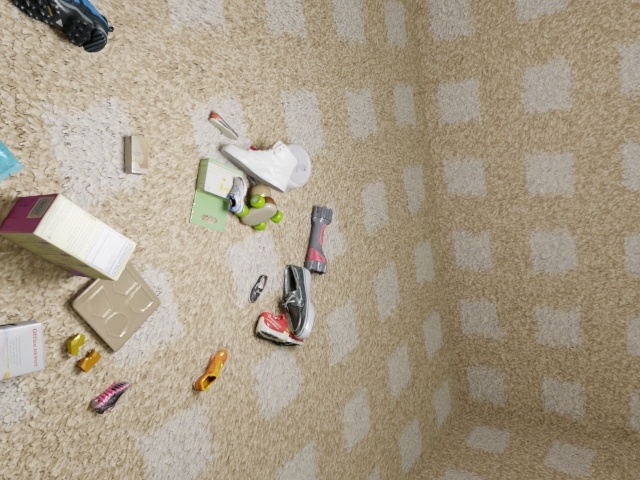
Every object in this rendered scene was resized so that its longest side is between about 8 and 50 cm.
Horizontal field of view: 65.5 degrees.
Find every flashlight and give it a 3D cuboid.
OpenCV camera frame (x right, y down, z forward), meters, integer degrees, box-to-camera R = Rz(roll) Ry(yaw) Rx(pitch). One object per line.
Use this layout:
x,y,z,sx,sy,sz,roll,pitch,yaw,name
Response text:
0.000,0.000,2.255,0.103,0.103,0.303,63,37,-70,flashlight

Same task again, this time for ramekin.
-0.130,-0.309,2.070,0.207,0.109,0.206,1,89,-53,ramekin

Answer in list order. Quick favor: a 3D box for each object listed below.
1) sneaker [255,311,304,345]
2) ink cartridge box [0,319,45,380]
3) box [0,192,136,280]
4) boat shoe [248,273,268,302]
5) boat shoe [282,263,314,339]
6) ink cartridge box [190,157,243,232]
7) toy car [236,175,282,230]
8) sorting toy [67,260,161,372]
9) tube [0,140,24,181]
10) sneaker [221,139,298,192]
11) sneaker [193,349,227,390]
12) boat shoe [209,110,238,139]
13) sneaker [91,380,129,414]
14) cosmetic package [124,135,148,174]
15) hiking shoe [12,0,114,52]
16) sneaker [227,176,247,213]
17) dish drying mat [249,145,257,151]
-0.154,0.366,2.055,0.279,0.108,0.118,39,49,-49,sneaker
-0.792,0.276,1.231,0.175,0.073,0.127,-4,93,-53,ink cartridge box
-0.654,-0.005,1.294,0.243,0.214,0.117,45,56,-43,box
-0.245,0.192,1.980,0.046,0.038,0.125,50,53,-41,boat shoe
-0.108,0.250,2.068,0.119,0.121,0.335,23,43,-32,boat shoe
-0.373,-0.160,1.799,0.171,0.056,0.234,20,72,-52,ink cartridge box
-0.247,-0.161,1.936,0.155,0.149,0.188,41,30,-52,toy car
-0.633,0.220,1.475,0.307,0.041,0.229,-54,135,-37,sorting toy
-0.821,-0.245,1.215,0.080,0.052,0.207,-49,132,-35,tube
-0.223,-0.324,1.890,0.293,0.108,0.169,31,81,-31,sneaker
-0.379,0.468,1.782,0.064,0.068,0.175,59,45,-32,sneaker
-0.350,-0.421,1.833,0.137,0.049,0.043,37,59,-41,boat shoe
-0.621,0.471,1.487,0.119,0.047,0.057,-35,125,-39,sneaker
-0.571,-0.263,1.545,0.060,0.041,0.114,-3,92,-52,cosmetic package
-0.711,-0.640,1.334,0.304,0.113,0.132,41,28,-38,hiking shoe
-0.305,-0.166,1.803,0.058,0.052,0.135,3,89,-50,sneaker
-0.277,-0.334,1.959,0.032,0.008,0.083,49,54,-40,dish drying mat
